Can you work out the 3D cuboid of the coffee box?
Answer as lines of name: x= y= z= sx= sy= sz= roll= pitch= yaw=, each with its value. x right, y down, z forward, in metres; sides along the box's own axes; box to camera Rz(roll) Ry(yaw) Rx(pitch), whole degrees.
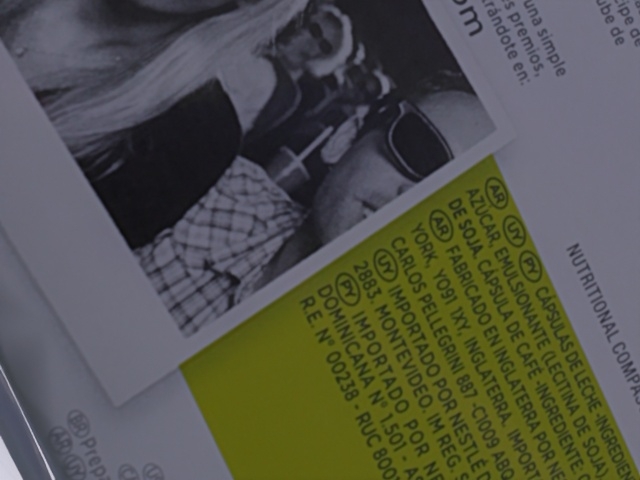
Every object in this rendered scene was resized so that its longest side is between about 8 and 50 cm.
coffee box: x=0.000 y=0.000 z=0.700 sx=0.338 sy=0.334 sz=0.338 roll=64 pitch=-22 yaw=-4
